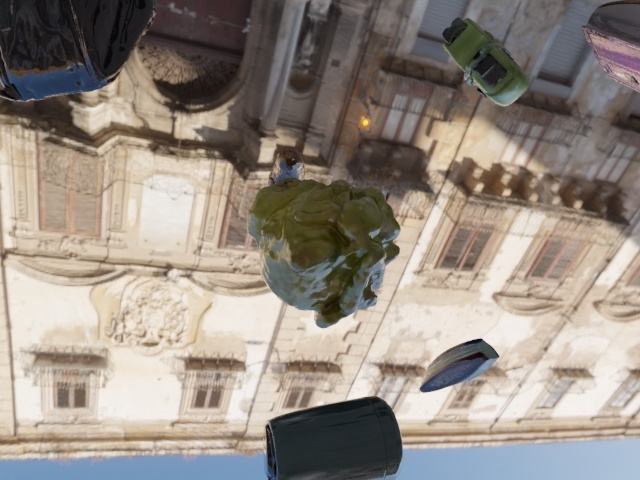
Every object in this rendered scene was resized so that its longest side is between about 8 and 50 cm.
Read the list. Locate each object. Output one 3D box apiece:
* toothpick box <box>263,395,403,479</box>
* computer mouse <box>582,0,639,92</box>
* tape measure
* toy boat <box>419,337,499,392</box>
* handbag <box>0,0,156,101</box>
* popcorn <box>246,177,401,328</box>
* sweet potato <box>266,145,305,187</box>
[{"bbox_3d":[0.011,0.290,0.686,0.184,0.120,0.120,-1,-145,-17],"label":"toothpick box"},{"bbox_3d":[0.510,-0.282,0.745,0.158,0.071,0.310,46,-158,-22],"label":"computer mouse"},{"bbox_3d":[0.324,-0.328,0.931,0.177,0.087,0.154,4,-131,-47],"label":"tape measure"},{"bbox_3d":[0.276,0.273,1.023,0.080,0.229,0.046,45,-134,3],"label":"toy boat"},{"bbox_3d":[-0.520,-0.427,0.971,0.301,0.178,0.275,1,-124,23],"label":"handbag"},{"bbox_3d":[0.016,0.008,0.971,0.311,0.312,0.312,14,-149,-8],"label":"popcorn"},{"bbox_3d":[-0.090,-0.138,1.213,0.095,0.355,0.106,-30,-110,-16],"label":"sweet potato"}]
